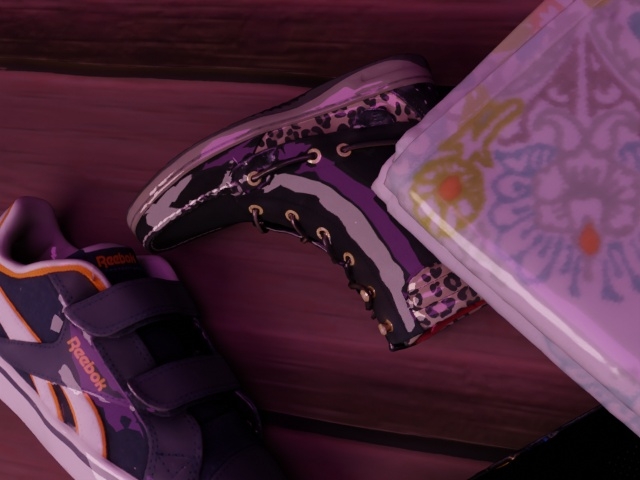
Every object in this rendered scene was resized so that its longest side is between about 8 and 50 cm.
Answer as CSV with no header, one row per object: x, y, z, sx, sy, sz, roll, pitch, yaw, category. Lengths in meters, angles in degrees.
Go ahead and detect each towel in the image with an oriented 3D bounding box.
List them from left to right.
0.260,-0.025,0.474,0.320,0.090,0.374,-45,71,-8,towel

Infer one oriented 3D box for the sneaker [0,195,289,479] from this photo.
-0.134,0.084,0.594,0.321,0.126,0.127,32,100,18,sneaker

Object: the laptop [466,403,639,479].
0.194,0.306,0.535,0.408,0.236,0.382,-24,78,-16,laptop

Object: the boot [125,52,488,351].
0.001,-0.001,0.578,0.236,0.085,0.178,-27,78,4,boot
